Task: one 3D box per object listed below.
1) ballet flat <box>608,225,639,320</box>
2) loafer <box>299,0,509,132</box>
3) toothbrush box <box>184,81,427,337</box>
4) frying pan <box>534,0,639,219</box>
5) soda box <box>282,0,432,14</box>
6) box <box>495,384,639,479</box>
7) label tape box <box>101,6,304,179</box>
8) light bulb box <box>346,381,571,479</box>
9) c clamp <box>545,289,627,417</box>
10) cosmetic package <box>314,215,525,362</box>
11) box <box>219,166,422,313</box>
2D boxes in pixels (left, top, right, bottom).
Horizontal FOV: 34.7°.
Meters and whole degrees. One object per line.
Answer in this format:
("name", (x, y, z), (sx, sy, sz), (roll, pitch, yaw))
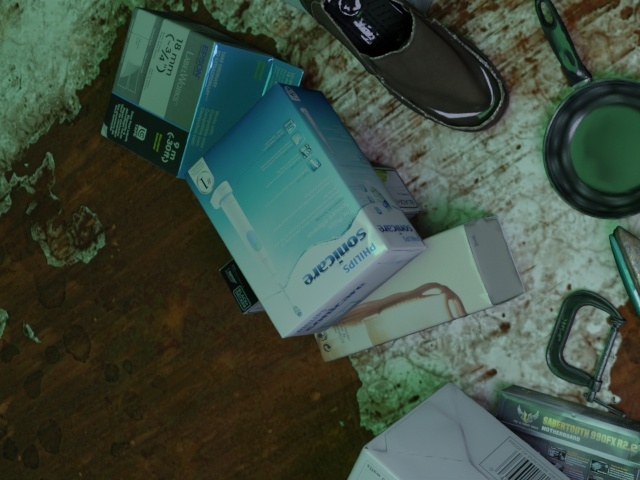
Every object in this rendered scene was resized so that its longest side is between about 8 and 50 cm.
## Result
("ballet flat", (0.486, 0.120, 1.389), (0.106, 0.107, 0.316), (-18, 89, 11))
("loafer", (0.118, -0.269, 1.475), (0.366, 0.130, 0.134), (32, 106, -11))
("toothbrush box", (-0.026, -0.042, 1.464), (0.216, 0.126, 0.295), (-42, 69, 25))
("frying pan", (0.369, -0.173, 1.455), (0.326, 0.053, 0.197), (49, 115, 21))
("soda box", (0.028, -0.395, 1.622), (0.286, 0.091, 0.098), (31, 110, 26))
("box", (0.360, 0.330, 1.490), (0.231, 0.056, 0.183), (13, 99, 30))
("label tape box", (-0.211, -0.235, 1.742), (0.334, 0.106, 0.240), (29, 108, 36))
("light bulb box", (0.193, 0.470, 1.452), (0.358, 0.225, 0.361), (39, 130, 23))
("c clamp", (0.396, 0.157, 1.481), (0.137, 0.022, 0.160), (18, 104, 34))
("cosmetic package", (0.137, 0.076, 1.555), (0.296, 0.153, 0.129), (-23, 83, 32))
("box", (0.000, 0.000, 1.624), (0.290, 0.169, 0.087), (-39, 71, 29))
